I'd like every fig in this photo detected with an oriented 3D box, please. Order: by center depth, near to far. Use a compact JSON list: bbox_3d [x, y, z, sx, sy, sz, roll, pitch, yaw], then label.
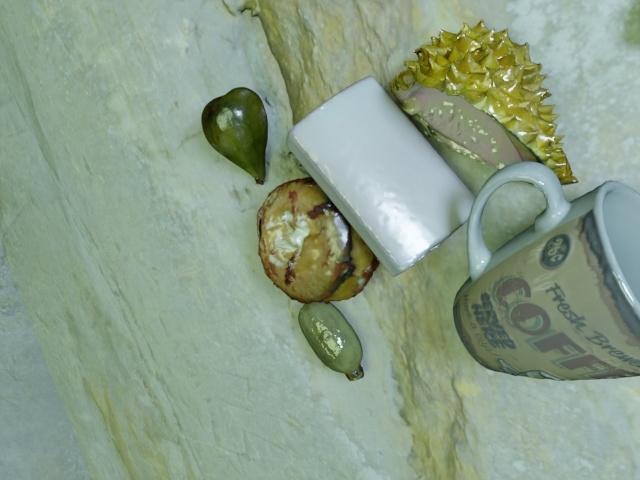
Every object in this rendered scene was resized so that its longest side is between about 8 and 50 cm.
[{"bbox_3d":[-0.158,-0.197,0.928,0.133,0.126,0.184,-13,93,24],"label":"fig"}]

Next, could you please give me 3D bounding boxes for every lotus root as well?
[{"bbox_3d":[0.025,0.197,0.944,0.090,0.077,0.183,-41,78,37],"label":"lotus root"}]

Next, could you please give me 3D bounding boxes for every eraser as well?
[{"bbox_3d":[0.096,-0.100,0.735,0.270,0.174,0.095,51,163,3],"label":"eraser"}]

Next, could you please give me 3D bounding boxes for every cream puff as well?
[{"bbox_3d":[0.000,-0.001,0.853,0.240,0.164,0.240,1,91,43],"label":"cream puff"}]

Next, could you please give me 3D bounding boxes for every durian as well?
[{"bbox_3d":[0.214,-0.180,0.632,0.305,0.196,0.185,45,118,19],"label":"durian"}]

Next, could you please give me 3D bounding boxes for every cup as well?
[{"bbox_3d":[0.285,0.050,0.619,0.301,0.227,0.257,51,134,-5],"label":"cup"}]
